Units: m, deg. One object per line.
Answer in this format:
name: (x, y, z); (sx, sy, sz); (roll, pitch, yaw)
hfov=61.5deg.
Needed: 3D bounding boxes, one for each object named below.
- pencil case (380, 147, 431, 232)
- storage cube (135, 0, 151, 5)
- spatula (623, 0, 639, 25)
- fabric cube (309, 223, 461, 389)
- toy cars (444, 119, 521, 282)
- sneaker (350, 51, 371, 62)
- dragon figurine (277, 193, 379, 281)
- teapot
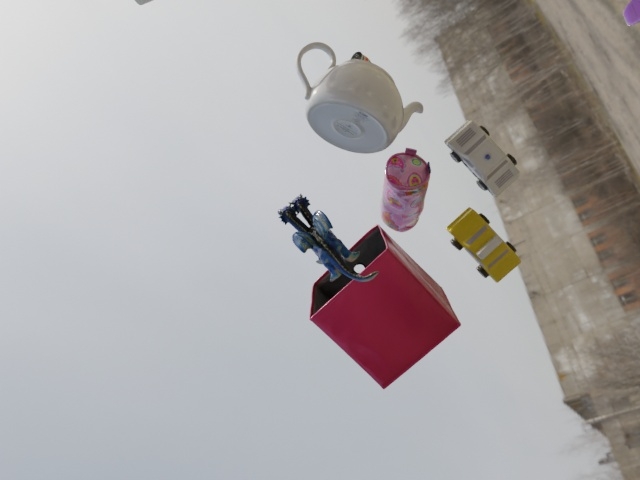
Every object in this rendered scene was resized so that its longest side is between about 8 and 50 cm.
pencil case: (0.225, -0.129, 1.453); (0.284, 0.124, 0.124); (80, 175, -66)
storage cube: (-0.251, -0.503, 0.781); (0.215, 0.184, 0.193); (34, -139, -76)
spatula: (0.783, -0.533, 1.101); (0.030, 0.296, 0.084); (48, -143, -38)
fabric cube: (0.153, 0.154, 1.358); (0.258, 0.254, 0.259); (44, -168, -10)
toy cars: (0.388, -0.090, 1.265); (0.087, 0.176, 0.393); (-54, -39, -84)
sneaker: (0.113, -0.537, 1.782); (0.075, 0.161, 0.057); (13, -156, -42)
dragon figurine: (0.000, 0.000, 1.079); (0.144, 0.085, 0.289); (46, -178, -30)
teapot: (0.089, -0.345, 1.298); (0.256, 0.252, 0.187); (49, -124, -56)
